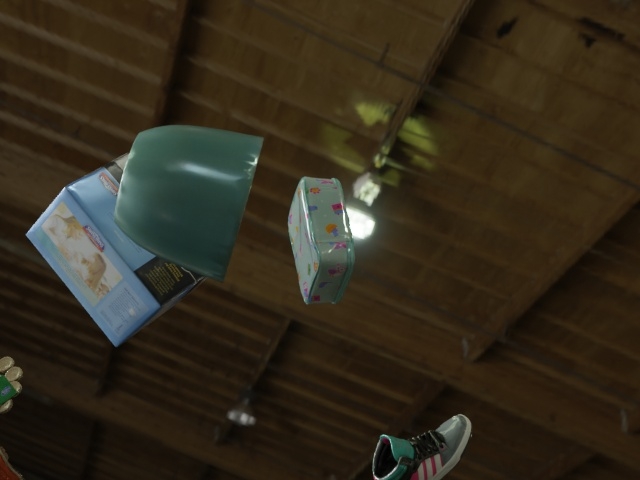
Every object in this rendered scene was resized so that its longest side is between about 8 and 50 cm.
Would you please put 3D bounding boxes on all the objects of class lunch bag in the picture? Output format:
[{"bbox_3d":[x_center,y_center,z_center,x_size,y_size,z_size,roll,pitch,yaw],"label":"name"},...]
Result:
[{"bbox_3d":[0.000,0.000,2.285,0.107,0.279,0.224,-1,-37,-13],"label":"lunch bag"}]

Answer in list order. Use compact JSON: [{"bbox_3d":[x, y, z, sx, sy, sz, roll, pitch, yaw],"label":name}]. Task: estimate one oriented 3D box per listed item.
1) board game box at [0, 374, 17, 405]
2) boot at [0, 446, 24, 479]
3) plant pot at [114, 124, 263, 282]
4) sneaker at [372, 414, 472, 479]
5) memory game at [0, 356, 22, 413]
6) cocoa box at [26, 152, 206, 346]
[{"bbox_3d":[-0.688,0.357,1.768,0.046,0.213,0.317,53,-37,-3],"label":"board game box"},{"bbox_3d":[-0.776,0.578,2.344,0.059,0.084,0.158,-30,-82,27],"label":"boot"},{"bbox_3d":[-0.260,-0.089,1.865,0.235,0.293,0.293,15,-33,-6],"label":"plant pot"},{"bbox_3d":[0.240,0.530,2.460,0.178,0.295,0.124,42,-3,-30],"label":"sneaker"},{"bbox_3d":[-0.709,0.316,2.025,0.186,0.186,0.012,6,-37,22],"label":"memory game"},{"bbox_3d":[-0.459,0.022,2.250,0.347,0.228,0.231,51,-49,0],"label":"cocoa box"}]
